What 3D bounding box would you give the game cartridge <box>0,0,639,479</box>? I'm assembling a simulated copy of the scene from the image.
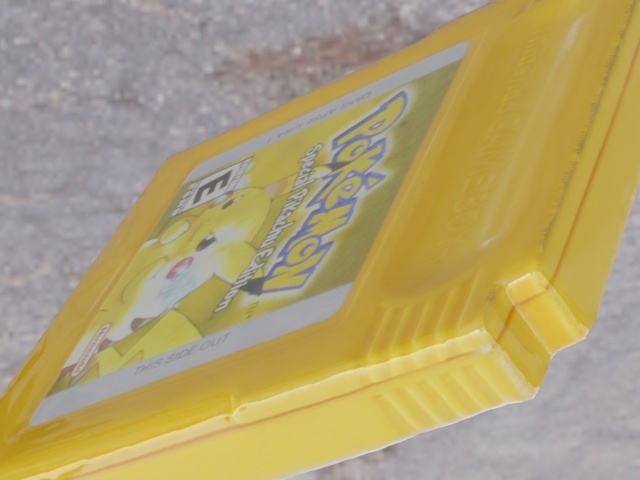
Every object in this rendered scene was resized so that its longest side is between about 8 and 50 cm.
[{"bbox_3d":[0.000,0.000,0.727,0.324,0.285,0.052,-24,115,36],"label":"game cartridge"}]
